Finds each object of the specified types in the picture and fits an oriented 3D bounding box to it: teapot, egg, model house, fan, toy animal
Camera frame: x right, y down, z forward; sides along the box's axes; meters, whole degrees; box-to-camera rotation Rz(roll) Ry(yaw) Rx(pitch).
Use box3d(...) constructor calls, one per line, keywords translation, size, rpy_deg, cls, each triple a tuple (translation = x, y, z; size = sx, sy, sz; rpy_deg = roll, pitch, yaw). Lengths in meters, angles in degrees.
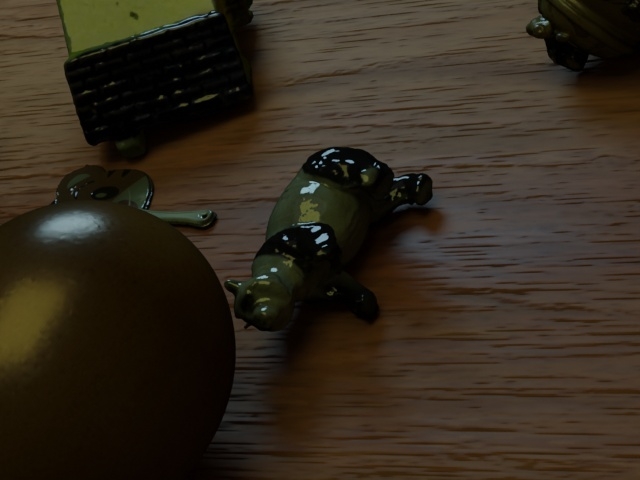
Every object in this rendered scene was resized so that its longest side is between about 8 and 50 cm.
box3d(translation=(0.273, -0.228, 1.668), size=(0.182, 0.173, 0.269), rpy_deg=(-53, 57, 19), cls="teapot")
box3d(translation=(-0.208, 0.117, 1.450), size=(0.250, 0.250, 0.322), rpy_deg=(12, 56, 40), cls="egg")
box3d(translation=(-0.159, -0.194, 1.913), size=(0.193, 0.170, 0.211), rpy_deg=(-15, 67, 5), cls="model house")
box3d(translation=(-0.198, -0.022, 1.807), size=(0.226, 0.008, 0.152), rpy_deg=(2, 45, 34), cls="fan")
box3d(translation=(0.000, 0.000, 1.593), size=(0.121, 0.094, 0.225), rpy_deg=(0, 46, 33), cls="toy animal")
